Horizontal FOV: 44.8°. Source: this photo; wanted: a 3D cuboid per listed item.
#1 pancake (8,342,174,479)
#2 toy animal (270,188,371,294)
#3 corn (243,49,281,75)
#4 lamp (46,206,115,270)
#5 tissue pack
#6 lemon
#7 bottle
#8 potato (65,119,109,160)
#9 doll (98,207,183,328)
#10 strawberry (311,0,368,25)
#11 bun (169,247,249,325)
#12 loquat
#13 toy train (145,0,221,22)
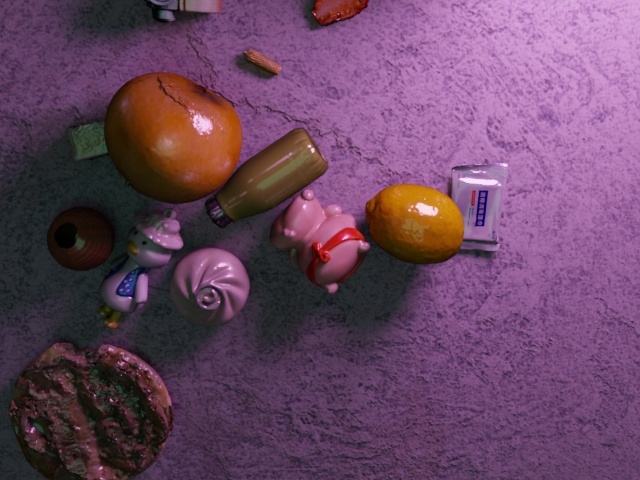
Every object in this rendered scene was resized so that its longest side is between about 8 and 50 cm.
[{"bbox_3d":[-0.517,0.396,1.762,0.381,0.071,0.383,0,107,-1],"label":"pancake"},{"bbox_3d":[0.000,0.000,1.611,0.197,0.171,0.171,41,102,-5],"label":"toy animal"},{"bbox_3d":[-0.118,-0.357,1.553,0.083,0.027,0.028,27,122,-12],"label":"corn"},{"bbox_3d":[-0.494,-0.003,1.603,0.136,0.136,0.137,0,108,-2],"label":"lamp"},{"bbox_3d":[0.332,-0.070,1.659,0.122,0.026,0.193,1,108,-3],"label":"tissue pack"},{"bbox_3d":[0.192,-0.034,1.591,0.207,0.170,0.170,15,107,-7],"label":"lemon"},{"bbox_3d":[-0.116,-0.119,1.585,0.260,0.112,0.112,-33,106,8],"label":"bottle"},{"bbox_3d":[-0.447,-0.208,1.575,0.122,0.061,0.086,-12,106,1],"label":"potato"},{"bbox_3d":[-0.383,0.053,1.632,0.119,0.138,0.293,16,115,-49],"label":"doll"},{"bbox_3d":[0.044,-0.484,1.509,0.152,0.048,0.104,-34,113,23],"label":"strawberry"},{"bbox_3d":[-0.238,0.103,1.651,0.172,0.120,0.173,0,106,-1],"label":"bun"},{"bbox_3d":[-0.281,-0.197,1.480,0.262,0.263,0.263,0,108,-2],"label":"loquat"},{"bbox_3d":[-0.255,-0.551,1.445,0.177,0.116,0.286,-4,109,-23],"label":"toy train"}]
